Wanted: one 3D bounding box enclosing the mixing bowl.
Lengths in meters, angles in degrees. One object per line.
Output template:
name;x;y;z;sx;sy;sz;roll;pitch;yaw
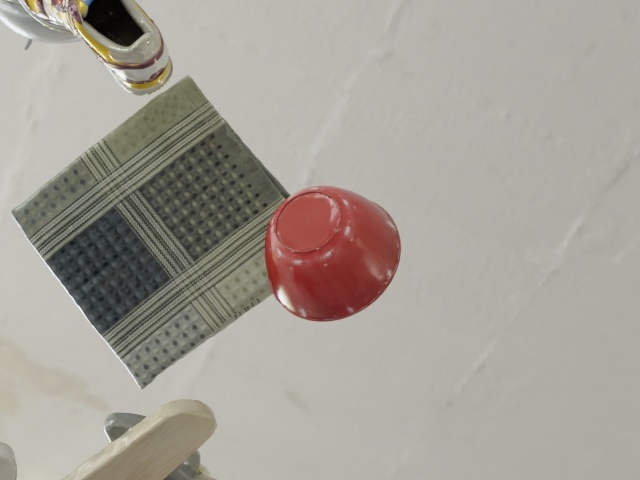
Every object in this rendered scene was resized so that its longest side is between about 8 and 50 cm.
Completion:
mixing bowl;0.000;0.000;1.762;0.181;0.181;0.098;-1;-29;23

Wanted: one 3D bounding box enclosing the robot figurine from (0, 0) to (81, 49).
robot figurine;-0.348;-0.403;1.830;0.300;0.200;0.353;-2;-49;-1

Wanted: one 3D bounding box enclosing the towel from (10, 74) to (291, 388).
towel;-0.207;-0.014;1.934;0.312;0.324;0.056;53;-3;-2

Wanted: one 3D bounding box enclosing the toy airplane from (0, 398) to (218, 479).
toy airplane;-0.309;0.355;1.672;0.386;0.272;0.384;0;-69;1

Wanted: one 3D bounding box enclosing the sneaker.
sneaker;-0.200;-0.205;1.211;0.185;0.069;0.084;37;-17;16
